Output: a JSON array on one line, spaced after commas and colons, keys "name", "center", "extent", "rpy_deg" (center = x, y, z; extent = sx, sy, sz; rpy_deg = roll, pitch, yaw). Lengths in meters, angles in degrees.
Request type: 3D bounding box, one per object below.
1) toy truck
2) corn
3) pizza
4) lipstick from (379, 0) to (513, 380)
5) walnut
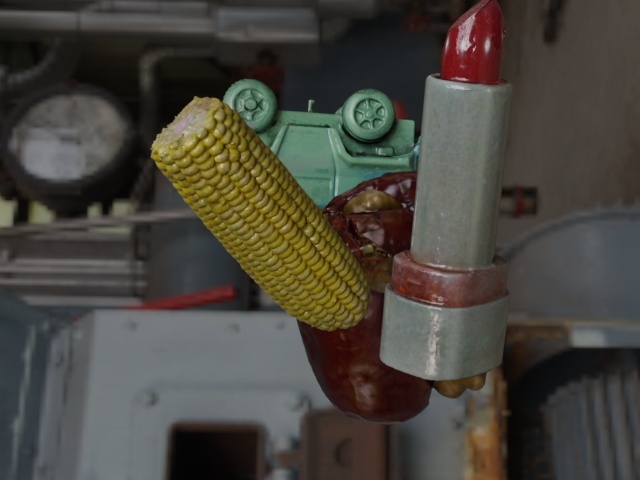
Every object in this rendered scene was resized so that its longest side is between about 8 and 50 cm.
[{"name": "toy truck", "center": [-0.015, -0.114, 1.691], "extent": [0.155, 0.278, 0.156], "rpy_deg": [158, 115, -82]}, {"name": "corn", "center": [-0.043, -0.015, 1.069], "extent": [0.248, 0.081, 0.081], "rpy_deg": [50, -154, -36]}, {"name": "pizza", "center": [0.000, 0.000, 1.300], "extent": [0.053, 0.201, 0.193], "rpy_deg": [-62, 2, 16]}, {"name": "lipstick", "center": [0.068, -0.029, 0.660], "extent": [0.063, 0.057, 0.186], "rpy_deg": [-10, -70, -46]}, {"name": "walnut", "center": [0.100, 0.067, 1.488], "extent": [0.221, 0.243, 0.269], "rpy_deg": [-37, -57, -48]}]
